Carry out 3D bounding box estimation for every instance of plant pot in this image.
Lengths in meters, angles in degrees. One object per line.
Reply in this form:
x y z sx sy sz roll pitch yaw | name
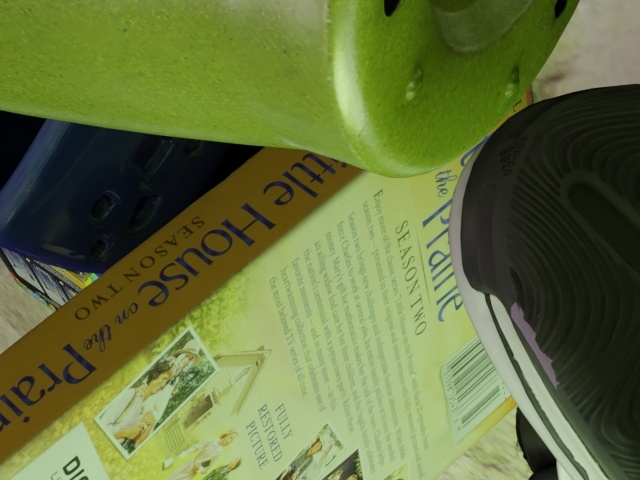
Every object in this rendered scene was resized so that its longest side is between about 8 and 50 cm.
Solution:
-0.070 -0.194 0.719 0.353 0.366 0.366 23 150 23 | plant pot
-0.138 -0.105 1.067 0.236 0.236 0.212 29 176 38 | plant pot

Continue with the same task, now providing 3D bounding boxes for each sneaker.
0.143 0.089 0.806 0.257 0.169 0.447 4 153 48 | sneaker

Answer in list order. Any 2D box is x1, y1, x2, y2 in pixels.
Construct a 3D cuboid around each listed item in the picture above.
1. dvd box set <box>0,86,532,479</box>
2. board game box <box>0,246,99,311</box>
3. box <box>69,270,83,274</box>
-0.040 0.100 0.992 0.062 0.420 0.307 37 157 33 | dvd box set
-0.227 0.024 1.614 0.170 0.048 0.141 31 156 33 | board game box
-0.242 -0.093 1.432 0.261 0.103 0.184 15 131 53 | box
